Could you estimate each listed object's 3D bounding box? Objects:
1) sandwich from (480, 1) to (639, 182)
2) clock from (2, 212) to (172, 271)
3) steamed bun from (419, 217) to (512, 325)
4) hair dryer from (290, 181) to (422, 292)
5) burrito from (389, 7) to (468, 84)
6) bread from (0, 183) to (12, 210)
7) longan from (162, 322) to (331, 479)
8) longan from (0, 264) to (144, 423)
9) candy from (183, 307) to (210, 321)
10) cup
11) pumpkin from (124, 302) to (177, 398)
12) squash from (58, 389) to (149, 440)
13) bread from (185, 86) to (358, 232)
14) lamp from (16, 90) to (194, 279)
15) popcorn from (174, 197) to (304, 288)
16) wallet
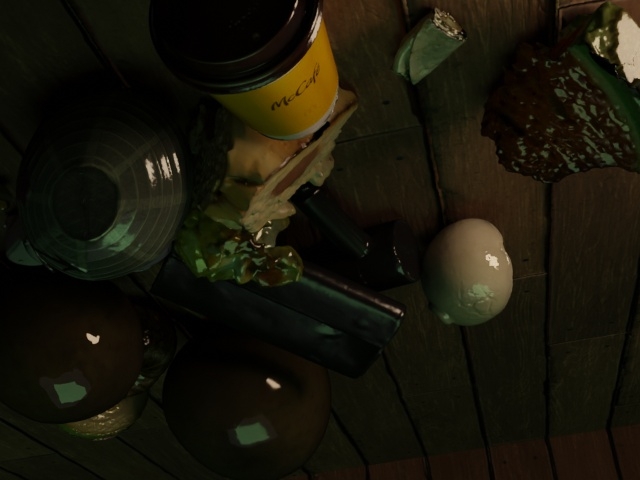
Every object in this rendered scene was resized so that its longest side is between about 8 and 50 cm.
[{"bbox_3d":[0.347,-0.191,1.458,0.301,0.162,0.250,-13,127,50],"label":"sandwich"},{"bbox_3d":[-0.349,-0.019,1.702,0.247,0.090,0.227,9,150,-34],"label":"clock"},{"bbox_3d":[0.244,0.062,1.909,0.130,0.177,0.228,-11,161,-14],"label":"steamed bun"},{"bbox_3d":[0.000,0.000,1.837,0.244,0.116,0.302,-17,141,24],"label":"hair dryer"},{"bbox_3d":[0.131,-0.247,1.396,0.074,0.044,0.118,14,145,-33],"label":"burrito"},{"bbox_3d":[-0.563,-0.067,1.588,0.214,0.053,0.073,-2,158,-16],"label":"bread"},{"bbox_3d":[-0.143,0.319,2.180,0.360,0.361,0.361,-6,154,-3],"label":"longan"},{"bbox_3d":[-0.449,0.174,1.849,0.297,0.297,0.297,-6,154,-3],"label":"longan"},{"bbox_3d":[-0.224,0.114,2.064,0.062,0.038,0.122,-16,153,19],"label":"candy"},{"bbox_3d":[-0.071,-0.223,1.249,0.196,0.196,0.280,-12,161,10],"label":"cup"},{"bbox_3d":[-0.386,0.206,2.099,0.219,0.162,0.219,-23,145,-18],"label":"pumpkin"},{"bbox_3d":[-0.451,0.291,2.165,0.219,0.219,0.041,8,150,-28],"label":"squash"},{"bbox_3d":[-0.063,-0.096,1.470,0.224,0.211,0.184,8,144,-17],"label":"bread"},{"bbox_3d":[-0.284,-0.069,1.441,0.233,0.265,0.233,12,-168,-3],"label":"lamp"},{"bbox_3d":[-0.118,-0.012,1.643,0.198,0.212,0.198,-40,164,-15],"label":"popcorn"},{"bbox_3d":[-0.076,0.101,1.855,0.406,0.062,0.228,23,140,-9],"label":"wallet"}]
